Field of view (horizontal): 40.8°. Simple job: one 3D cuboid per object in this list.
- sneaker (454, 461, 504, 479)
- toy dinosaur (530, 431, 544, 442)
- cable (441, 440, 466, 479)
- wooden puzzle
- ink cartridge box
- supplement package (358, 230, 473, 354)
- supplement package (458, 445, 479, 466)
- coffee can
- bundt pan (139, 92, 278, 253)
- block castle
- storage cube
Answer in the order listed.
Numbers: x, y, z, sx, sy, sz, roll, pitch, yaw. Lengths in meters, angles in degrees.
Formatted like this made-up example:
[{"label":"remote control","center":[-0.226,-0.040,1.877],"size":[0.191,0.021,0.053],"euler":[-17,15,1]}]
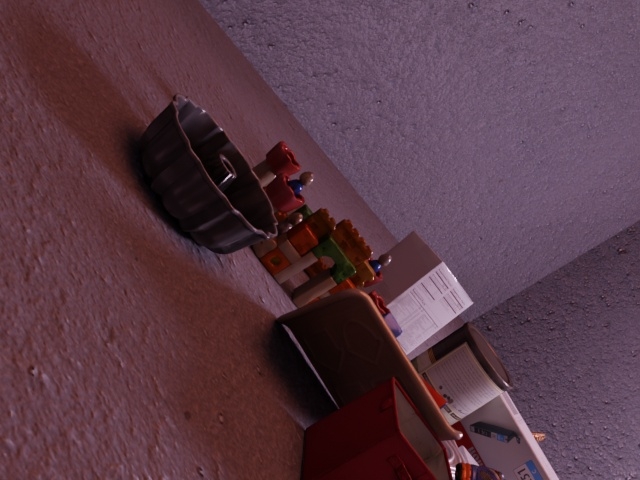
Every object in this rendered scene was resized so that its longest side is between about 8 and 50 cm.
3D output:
[{"label":"sneaker","center":[0.274,0.483,1.438],"size":[0.083,0.087,0.221],"euler":[-37,124,-85]},{"label":"toy dinosaur","center":[0.514,0.612,2.485],"size":[0.322,0.218,0.164],"euler":[10,48,-13]},{"label":"cable","center":[0.211,0.458,1.892],"size":[0.257,0.089,0.257],"euler":[28,18,-39]},{"label":"wooden puzzle","center":[0.098,0.247,1.670],"size":[0.347,0.080,0.322],"euler":[54,-30,-4]},{"label":"ink cartridge box","center":[0.446,0.578,2.275],"size":[0.066,0.261,0.296],"euler":[9,47,-57]},{"label":"supplement package","center":[0.252,0.155,2.475],"size":[0.198,0.263,0.199],"euler":[50,3,-33]},{"label":"supplement package","center":[0.352,0.628,2.014],"size":[0.244,0.134,0.139],"euler":[52,13,-25]},{"label":"coffee can","center":[0.326,0.368,2.226],"size":[0.201,0.275,0.201],"euler":[50,13,-17]},{"label":"bundt pan","center":[-0.224,-0.111,1.647],"size":[0.330,0.124,0.331],"euler":[53,13,-17]},{"label":"block castle","center":[0.000,0.000,2.053],"size":[0.453,0.213,0.303],"euler":[53,12,-22]},{"label":"storage cube","center":[0.097,0.386,1.467],"size":[0.183,0.193,0.215],"euler":[54,13,-15]}]
